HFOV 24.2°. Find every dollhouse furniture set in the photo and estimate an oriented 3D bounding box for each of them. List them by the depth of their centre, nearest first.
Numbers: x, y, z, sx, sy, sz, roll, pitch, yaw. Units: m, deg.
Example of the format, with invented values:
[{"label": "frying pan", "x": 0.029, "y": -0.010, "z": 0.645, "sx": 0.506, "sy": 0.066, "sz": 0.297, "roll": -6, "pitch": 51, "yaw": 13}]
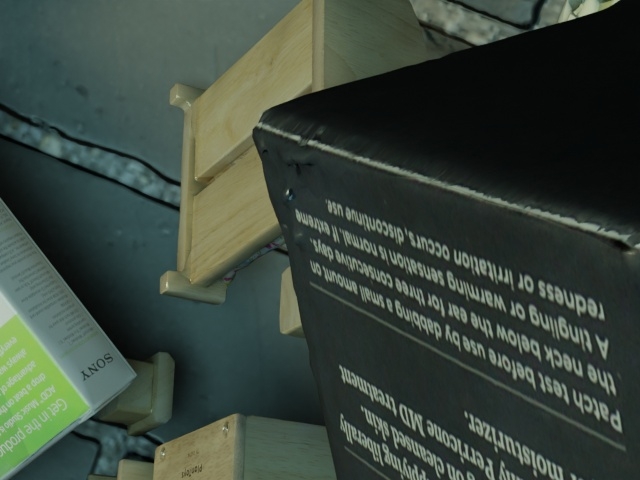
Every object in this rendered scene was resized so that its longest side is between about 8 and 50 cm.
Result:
[{"label": "dollhouse furniture set", "x": 0.000, "y": 0.000, "z": 0.897, "sx": 0.174, "sy": 0.303, "sz": 0.355, "roll": 13, "pitch": 66, "yaw": -27}]

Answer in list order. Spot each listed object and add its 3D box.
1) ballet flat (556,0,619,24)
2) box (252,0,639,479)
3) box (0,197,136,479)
[{"label": "ballet flat", "x": 0.186, "y": -0.134, "z": 0.779, "sx": 0.139, "sy": 0.139, "sz": 0.400, "roll": 19, "pitch": 78, "yaw": 7}, {"label": "box", "x": 0.278, "y": 0.124, "z": 0.633, "sx": 0.480, "sy": 0.297, "sz": 0.472, "roll": -18, "pitch": 109, "yaw": -19}, {"label": "box", "x": -0.288, "y": 0.022, "z": 0.919, "sx": 0.232, "sy": 0.058, "sz": 0.322, "roll": -37, "pitch": 89, "yaw": 33}]
